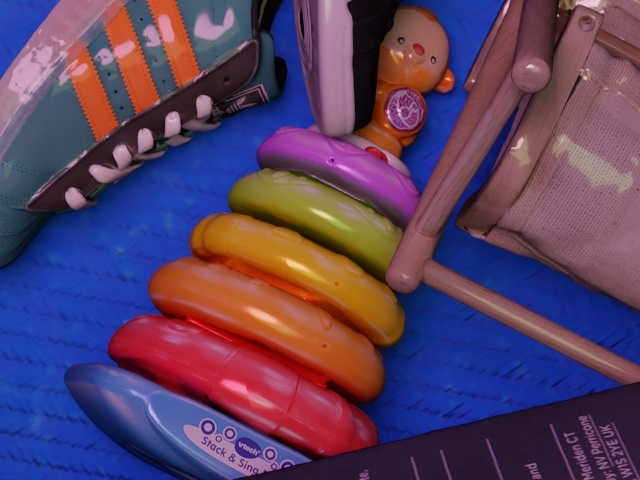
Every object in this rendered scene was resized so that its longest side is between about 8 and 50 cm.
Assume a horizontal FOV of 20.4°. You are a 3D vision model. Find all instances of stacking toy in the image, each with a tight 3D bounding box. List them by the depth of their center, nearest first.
[{"bbox_3d":[0.000,0.000,0.991,0.175,0.166,0.301,29,78,-13],"label":"stacking toy"}]

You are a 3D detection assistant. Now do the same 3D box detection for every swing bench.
[{"bbox_3d":[0.205,-0.047,0.950,0.253,0.254,0.165,28,132,-2],"label":"swing bench"}]

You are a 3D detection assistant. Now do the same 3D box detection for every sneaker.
[{"bbox_3d":[0.049,-0.164,0.925,0.121,0.079,0.216,-4,99,-10],"label":"sneaker"},{"bbox_3d":[-0.091,-0.091,0.985,0.121,0.108,0.302,37,91,0],"label":"sneaker"}]

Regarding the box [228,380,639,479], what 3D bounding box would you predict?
[{"bbox_3d":[0.033,0.278,0.859,0.396,0.212,0.293,-13,120,-2],"label":"box"}]
